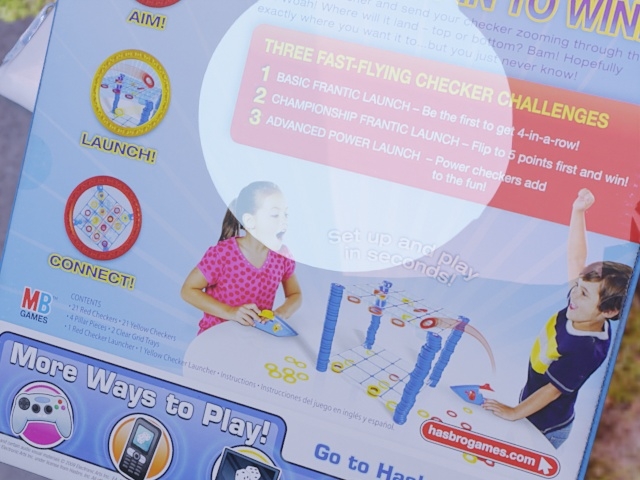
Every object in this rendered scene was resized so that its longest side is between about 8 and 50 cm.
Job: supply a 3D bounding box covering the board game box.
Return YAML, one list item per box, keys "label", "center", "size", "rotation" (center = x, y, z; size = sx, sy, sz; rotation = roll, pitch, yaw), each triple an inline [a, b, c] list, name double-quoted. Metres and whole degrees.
- label: "board game box"
  center: [0.000, 0.000, 0.520]
  size: [0.308, 0.086, 0.302]
  rotation: [16, 96, 13]

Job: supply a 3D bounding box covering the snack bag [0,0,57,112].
- label: "snack bag"
  center: [0.013, -0.148, 0.612]
  size: [0.342, 0.037, 0.323]
  rotation: [32, 86, 14]
